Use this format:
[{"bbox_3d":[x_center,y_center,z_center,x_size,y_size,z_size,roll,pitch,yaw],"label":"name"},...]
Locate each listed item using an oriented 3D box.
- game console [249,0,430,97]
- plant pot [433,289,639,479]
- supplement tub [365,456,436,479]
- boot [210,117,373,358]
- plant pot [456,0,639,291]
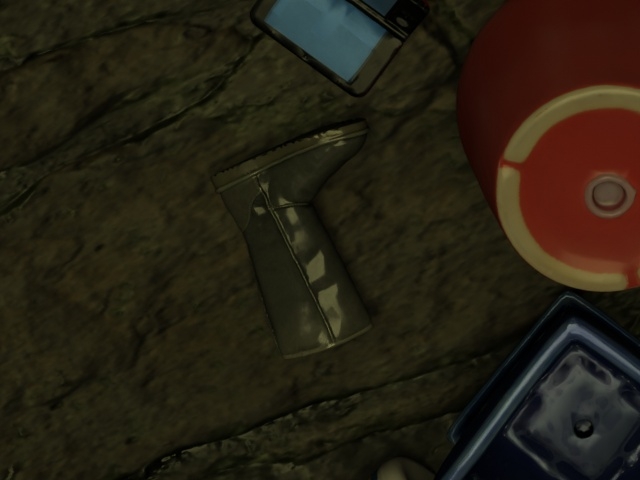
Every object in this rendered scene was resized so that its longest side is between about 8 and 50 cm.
[{"bbox_3d":[0.017,-0.222,1.695,0.144,0.124,0.085,35,77,-4],"label":"game console"},{"bbox_3d":[0.259,0.201,1.701,0.236,0.212,0.236,36,103,-4],"label":"plant pot"},{"bbox_3d":[0.056,0.334,1.783,0.144,0.144,0.199,44,103,-5],"label":"supplement tub"},{"bbox_3d":[0.002,-0.001,1.749,0.189,0.076,0.209,-23,93,24],"label":"boot"},{"bbox_3d":[0.257,-0.088,1.599,0.274,0.243,0.275,2,115,5],"label":"plant pot"}]
